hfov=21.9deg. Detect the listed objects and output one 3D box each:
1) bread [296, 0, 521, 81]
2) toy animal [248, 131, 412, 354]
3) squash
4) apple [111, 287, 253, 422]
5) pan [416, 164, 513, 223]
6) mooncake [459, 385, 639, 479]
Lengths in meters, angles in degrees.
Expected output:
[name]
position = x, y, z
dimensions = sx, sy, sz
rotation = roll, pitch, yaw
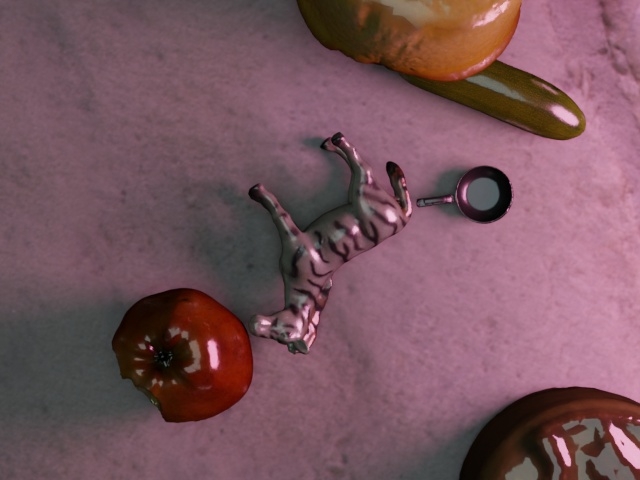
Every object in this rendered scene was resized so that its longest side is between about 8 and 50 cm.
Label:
[bread]
position = 0.106, -0.310, 1.860
dimensions = 0.270, 0.148, 0.270
rotation = 2, 69, -5
[toy animal]
position = -0.016, -0.009, 1.916
dimensions = 0.170, 0.090, 0.255
rotation = 38, 93, -6
[squash]
position = 0.191, -0.180, 1.917
dimensions = 0.258, 0.069, 0.069
rotation = 21, 91, -2
[apple]
position = -0.152, 0.129, 1.877
dimensions = 0.147, 0.158, 0.156
rotation = -22, 87, -2
[pan]
position = 0.168, -0.051, 1.942
dimensions = 0.115, 0.023, 0.068
rotation = -6, 92, -3
[mooncake]
position = 0.302, 0.310, 1.892
dimensions = 0.284, 0.155, 0.284
rotation = 0, 90, -1
